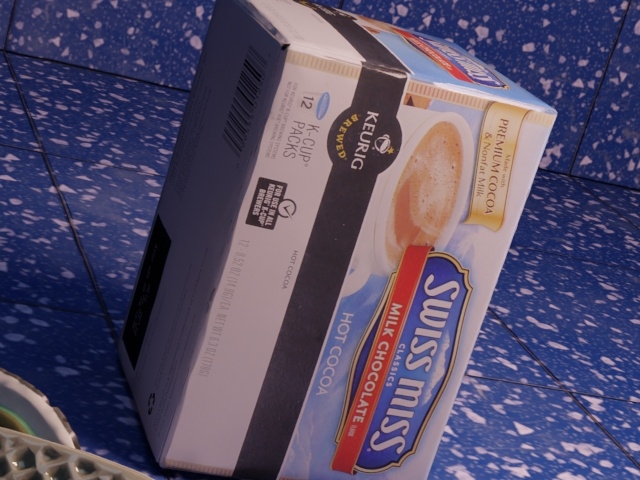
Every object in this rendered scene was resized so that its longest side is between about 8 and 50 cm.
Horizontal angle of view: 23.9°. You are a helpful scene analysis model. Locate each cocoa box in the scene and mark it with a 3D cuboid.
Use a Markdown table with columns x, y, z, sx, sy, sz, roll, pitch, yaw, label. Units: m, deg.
| x | y | z | sx | sy | sz | roll | pitch | yaw | label |
| --- | --- | --- | --- | --- | --- | --- | --- | --- | --- |
| 0.000 | 0.000 | 1.226 | 0.227 | 0.347 | 0.231 | 12 | 17 | -20 | cocoa box |

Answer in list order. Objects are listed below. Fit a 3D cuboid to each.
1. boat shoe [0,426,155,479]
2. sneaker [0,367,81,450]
| x | y | z | sx | sy | sz | roll | pitch | yaw | label |
| --- | --- | --- | --- | --- | --- | --- | --- | --- | --- |
| -0.186 | 0.187 | 0.714 | 0.500 | 0.156 | 0.187 | 21 | 49 | 14 | boat shoe |
| -0.269 | 0.152 | 0.924 | 0.182 | 0.158 | 0.410 | -32 | 45 | -28 | sneaker |
